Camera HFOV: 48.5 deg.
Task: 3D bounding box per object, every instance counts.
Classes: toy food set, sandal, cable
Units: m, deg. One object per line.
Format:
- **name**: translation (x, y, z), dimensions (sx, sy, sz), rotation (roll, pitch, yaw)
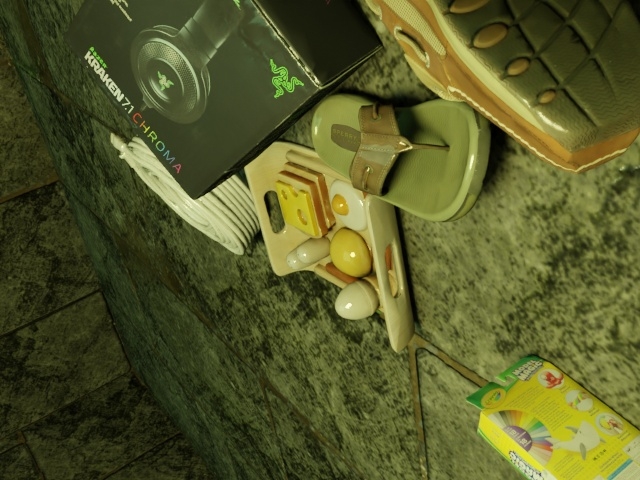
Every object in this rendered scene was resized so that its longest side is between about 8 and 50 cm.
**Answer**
- **toy food set**: translation (0.000, 0.000, 0.954), dimensions (0.306, 0.092, 0.219), rotation (26, 137, 51)
- **sandal**: translation (0.059, -0.090, 0.726), dimensions (0.303, 0.086, 0.120), rotation (22, 110, 56)
- **cable**: translation (-0.202, -0.088, 1.175), dimensions (0.257, 0.089, 0.257), rotation (28, 161, 44)

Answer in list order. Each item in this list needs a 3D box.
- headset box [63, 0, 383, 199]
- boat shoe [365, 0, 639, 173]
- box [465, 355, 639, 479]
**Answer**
- **headset box**: translation (-0.109, -0.220, 0.772), dimensions (0.246, 0.131, 0.283), rotation (52, 137, -7)
- **boat shoe**: translation (0.119, -0.168, 0.537), dimensions (0.120, 0.123, 0.324), rotation (82, 164, -55)
- **box**: translation (0.235, 0.192, 0.684), dimensions (0.179, 0.105, 0.043), rotation (42, 147, 38)
